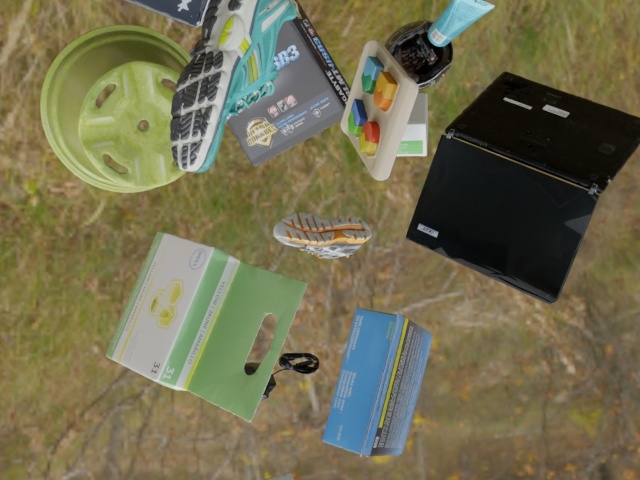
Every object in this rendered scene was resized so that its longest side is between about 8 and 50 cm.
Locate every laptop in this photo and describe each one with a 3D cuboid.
[{"bbox_3d":[0.285,-0.082,1.286,0.234,0.264,0.136,26,143,27],"label":"laptop"}]

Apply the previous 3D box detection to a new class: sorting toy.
[{"bbox_3d":[0.094,-0.236,1.668,0.038,0.208,0.193,4,121,-24],"label":"sorting toy"}]

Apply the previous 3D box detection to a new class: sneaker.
[{"bbox_3d":[-0.102,-0.206,1.173,0.110,0.275,0.107,29,166,-35],"label":"sneaker"},{"bbox_3d":[0.000,0.000,1.919,0.215,0.084,0.083,5,137,-27],"label":"sneaker"}]

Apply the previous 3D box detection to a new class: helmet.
[{"bbox_3d":[0.223,-0.426,2.165,0.169,0.169,0.161,-9,-167,8],"label":"helmet"}]

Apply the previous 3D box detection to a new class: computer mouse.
[{"bbox_3d":[-0.081,0.230,1.653,0.242,0.071,0.041,-13,137,-52],"label":"computer mouse"}]

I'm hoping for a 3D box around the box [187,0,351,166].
[{"bbox_3d":[-0.106,-0.343,2.003,0.295,0.293,0.073,-23,-166,39],"label":"box"}]

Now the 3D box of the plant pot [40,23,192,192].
[{"bbox_3d":[-0.284,-0.187,1.430,0.276,0.276,0.254,2,-167,-17],"label":"plant pot"}]

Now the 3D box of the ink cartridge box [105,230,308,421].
[{"bbox_3d":[-0.139,0.092,1.086,0.235,0.171,0.056,14,169,47],"label":"ink cartridge box"}]

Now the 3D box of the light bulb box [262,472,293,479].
[{"bbox_3d":[-0.113,0.691,1.716,0.225,0.358,0.361,-11,140,-21],"label":"light bulb box"}]

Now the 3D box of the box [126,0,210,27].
[{"bbox_3d":[-0.365,-0.667,1.764,0.480,0.472,0.297,20,119,-6],"label":"box"}]

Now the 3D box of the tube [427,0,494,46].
[{"bbox_3d":[0.277,-0.453,1.912,0.080,0.052,0.207,13,170,-12],"label":"tube"}]

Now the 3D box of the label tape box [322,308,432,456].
[{"bbox_3d":[0.093,0.248,1.639,0.106,0.241,0.333,13,171,19],"label":"label tape box"}]

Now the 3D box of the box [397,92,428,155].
[{"bbox_3d":[0.162,-0.228,1.852,0.101,0.102,0.087,0,136,8],"label":"box"}]
